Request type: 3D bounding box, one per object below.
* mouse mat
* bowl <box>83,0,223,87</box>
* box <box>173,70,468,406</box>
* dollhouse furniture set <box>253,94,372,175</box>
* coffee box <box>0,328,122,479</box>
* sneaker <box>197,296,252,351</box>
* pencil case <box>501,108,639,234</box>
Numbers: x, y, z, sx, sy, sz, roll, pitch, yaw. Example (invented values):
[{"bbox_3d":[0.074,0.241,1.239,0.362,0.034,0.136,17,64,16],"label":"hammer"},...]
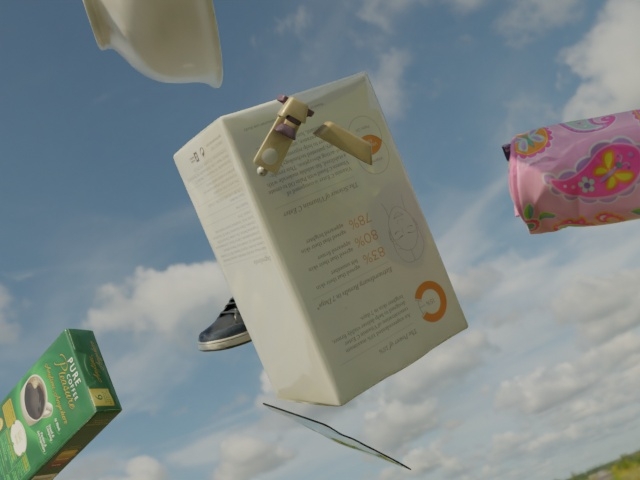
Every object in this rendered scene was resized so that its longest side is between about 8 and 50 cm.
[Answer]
[{"bbox_3d":[0.023,0.278,0.998,0.189,0.007,0.152,35,-20,-34],"label":"mouse mat"},{"bbox_3d":[-0.224,-0.316,0.854,0.134,0.298,0.298,-18,-25,-11],"label":"bowl"},{"bbox_3d":[0.000,0.000,0.880,0.215,0.345,0.168,-24,4,-31],"label":"box"},{"bbox_3d":[-0.005,-0.080,0.694,0.114,0.091,0.081,27,-84,-15],"label":"dollhouse furniture set"},{"bbox_3d":[-0.305,0.198,0.796,0.184,0.113,0.040,-46,-33,20],"label":"coffee box"},{"bbox_3d":[-0.120,0.065,1.085,0.086,0.163,0.226,-8,13,42],"label":"sneaker"},{"bbox_3d":[0.345,-0.079,0.762,0.284,0.124,0.124,-9,-20,22],"label":"pencil case"}]
